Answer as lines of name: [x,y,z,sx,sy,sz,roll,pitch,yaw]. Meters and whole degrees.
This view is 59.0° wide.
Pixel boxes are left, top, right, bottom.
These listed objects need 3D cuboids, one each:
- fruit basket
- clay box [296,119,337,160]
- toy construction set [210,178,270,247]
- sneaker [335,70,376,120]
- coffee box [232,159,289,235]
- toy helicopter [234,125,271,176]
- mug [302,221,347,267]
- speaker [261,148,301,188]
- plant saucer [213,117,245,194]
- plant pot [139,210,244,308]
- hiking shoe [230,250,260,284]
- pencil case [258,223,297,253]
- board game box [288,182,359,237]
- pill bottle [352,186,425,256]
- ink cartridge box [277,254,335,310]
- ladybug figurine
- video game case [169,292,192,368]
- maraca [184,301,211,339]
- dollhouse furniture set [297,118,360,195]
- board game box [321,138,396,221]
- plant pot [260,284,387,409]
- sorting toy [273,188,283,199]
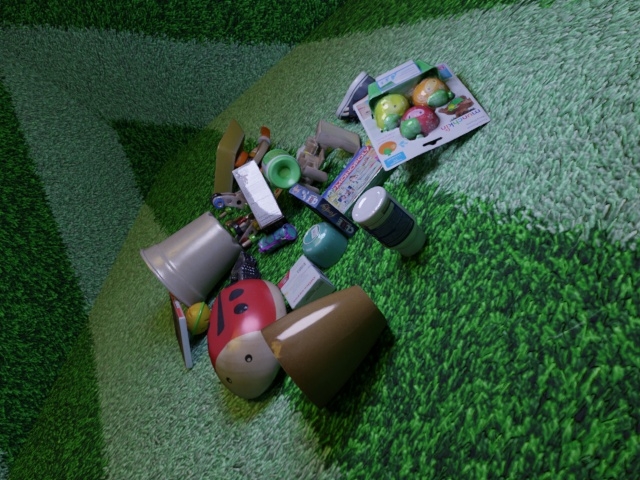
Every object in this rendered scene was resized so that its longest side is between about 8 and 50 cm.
fruit basket: [0.285,-0.392,1.694,0.327,0.165,0.353,-25,41,8]
clay box: [-0.003,-0.380,2.275,0.222,0.053,0.127,-34,32,28]
toy construction set: [-0.287,-0.130,2.298,0.237,0.257,0.309,-36,3,-9]
sneaker: [0.150,-0.513,2.148,0.126,0.127,0.321,-52,2,-12]
coffee box: [-0.219,-0.153,2.086,0.098,0.247,0.141,-28,-12,-1]
toy helicopter: [-0.316,-0.412,2.715,0.235,0.140,0.355,-63,16,-7]
mug: [-0.002,0.007,1.766,0.157,0.097,0.129,-1,56,56]
speaker: [-0.150,-0.271,2.120,0.131,0.131,0.296,-50,17,4]
plant saucer: [-0.436,-0.373,2.738,0.333,0.081,0.333,-81,3,-55]
plant pot: [-0.483,0.063,2.241,0.305,0.334,0.334,-41,27,-5]
hiking shoe: [-0.281,0.136,2.077,0.114,0.086,0.227,-58,19,19]
pencil case: [-0.157,-0.006,2.053,0.151,0.064,0.070,-30,21,37]
board game box: [0.006,-0.101,1.811,0.042,0.165,0.243,-52,27,-1]
pill bottle: [0.181,-0.042,1.451,0.112,0.186,0.112,-37,31,26]
ink cartridge box: [-0.044,0.139,1.701,0.127,0.072,0.175,-50,27,4]
ladybug figurine: [-0.236,0.271,1.710,0.305,0.162,0.449,-53,28,16]
video game case: [-0.525,0.325,2.118,0.025,0.204,0.285,-11,20,-20]
maraca: [-0.463,0.301,2.124,0.186,0.099,0.127,122,167,-55]
dollhouse furniture set: [0.023,-0.300,2.101,0.212,0.161,0.242,-89,23,-50]
board game box: [0.151,-0.225,1.869,0.317,0.046,0.213,-51,28,3]
plant pot: [0.026,0.229,1.357,0.254,0.237,0.237,-39,27,-3]
sorting toy: [-0.177,-0.208,2.378,0.083,0.012,0.062,-56,28,-8]
